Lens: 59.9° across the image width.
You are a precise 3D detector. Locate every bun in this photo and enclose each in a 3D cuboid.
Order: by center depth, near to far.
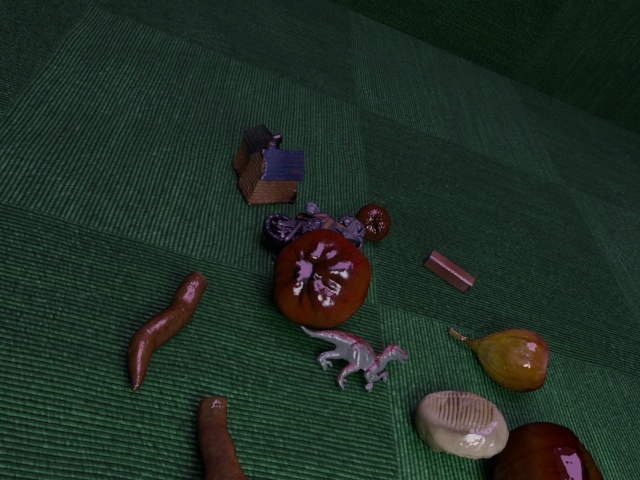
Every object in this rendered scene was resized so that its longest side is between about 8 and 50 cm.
[{"bbox_3d":[0.291,0.390,1.155,0.188,0.110,0.164,2,16,10],"label":"bun"}]

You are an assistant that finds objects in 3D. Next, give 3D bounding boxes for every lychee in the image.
[{"bbox_3d":[0.145,-0.054,1.558,0.101,0.114,0.140,6,7,14],"label":"lychee"}]

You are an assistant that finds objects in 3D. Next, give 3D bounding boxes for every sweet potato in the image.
[{"bbox_3d":[-0.149,0.417,0.888,0.109,0.109,0.385,1,46,-31],"label":"sweet potato"},{"bbox_3d":[-0.309,0.170,1.085,0.067,0.059,0.281,59,38,-21],"label":"sweet potato"}]

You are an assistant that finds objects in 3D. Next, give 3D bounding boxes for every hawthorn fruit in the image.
[{"bbox_3d":[0.016,0.092,1.261,0.224,0.224,0.261,49,9,22],"label":"hawthorn fruit"}]

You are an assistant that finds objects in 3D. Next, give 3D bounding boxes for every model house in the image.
[{"bbox_3d":[-0.138,-0.218,1.517,0.167,0.172,0.182,-8,51,-36],"label":"model house"}]

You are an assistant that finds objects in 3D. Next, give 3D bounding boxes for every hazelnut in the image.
[{"bbox_3d":[0.447,0.493,1.104,0.217,0.217,0.251,5,69,-28],"label":"hazelnut"}]

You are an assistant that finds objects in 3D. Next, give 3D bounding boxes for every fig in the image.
[{"bbox_3d":[0.442,0.275,1.395,0.257,0.159,0.159,24,36,20],"label":"fig"}]

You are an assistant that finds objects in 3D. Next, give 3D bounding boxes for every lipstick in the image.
[{"bbox_3d":[0.371,0.090,1.600,0.145,0.045,0.045,36,42,6],"label":"lipstick"}]

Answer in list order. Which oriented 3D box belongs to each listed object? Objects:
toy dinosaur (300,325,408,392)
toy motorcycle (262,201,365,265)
[{"bbox_3d":[0.066,0.236,1.209,0.242,0.053,0.167,45,70,-8],"label":"toy dinosaur"},{"bbox_3d":[0.000,0.000,1.424,0.308,0.108,0.173,-3,55,-31],"label":"toy motorcycle"}]
